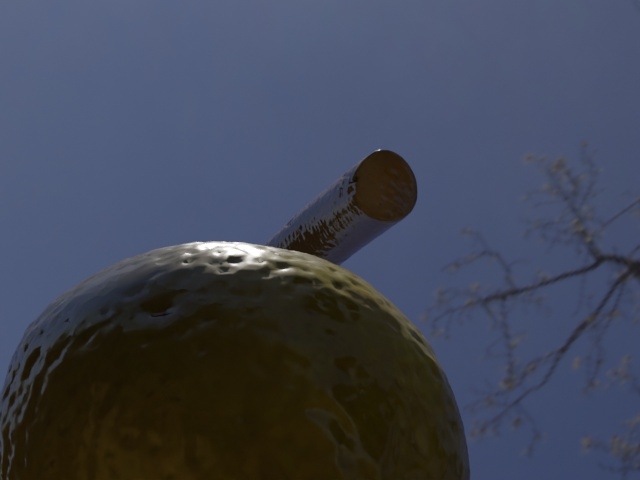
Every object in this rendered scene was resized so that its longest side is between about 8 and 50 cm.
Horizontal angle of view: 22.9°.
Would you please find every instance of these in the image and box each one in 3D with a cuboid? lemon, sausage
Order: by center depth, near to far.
[{"bbox_3d":[-0.050,0.121,0.836,0.267,0.267,0.267,14,-64,31],"label":"lemon"},{"bbox_3d":[0.002,-0.001,1.356,0.066,0.065,0.301,58,-28,2],"label":"sausage"}]
